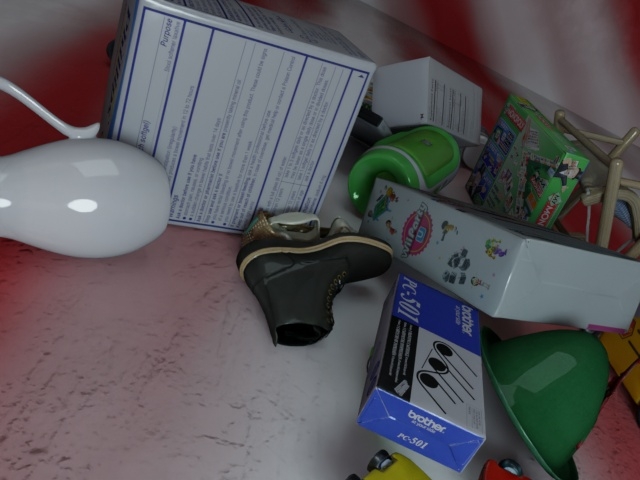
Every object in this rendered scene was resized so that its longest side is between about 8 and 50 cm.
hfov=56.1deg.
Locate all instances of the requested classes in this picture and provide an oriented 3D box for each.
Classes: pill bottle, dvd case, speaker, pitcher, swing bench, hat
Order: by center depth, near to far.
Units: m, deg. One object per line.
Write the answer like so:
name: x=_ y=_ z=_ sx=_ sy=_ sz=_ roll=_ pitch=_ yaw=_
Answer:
pitcher: x=-0.263 y=-0.069 z=0.605 sx=0.207 sy=0.178 sz=0.125 roll=-1 pitch=13 yaw=-35
hat: x=0.283 y=0.118 z=0.605 sx=0.173 sy=0.183 sz=0.208 roll=54 pitch=19 yaw=-5
swing bench: x=0.471 y=-0.054 z=1.035 sx=0.165 sy=0.255 sz=0.253 roll=12 pitch=28 yaw=-6
speaker: x=0.157 y=-0.125 z=1.059 sx=0.131 sy=0.131 sz=0.296 roll=31 pitch=29 yaw=16
dvd case: x=0.068 y=-0.230 z=1.171 sx=0.180 sy=0.022 sz=0.253 roll=33 pitch=3 yaw=19
pill bottle: x=0.369 y=-0.223 z=1.434 sx=0.078 sy=0.078 sz=0.137 roll=22 pitch=28 yaw=-1

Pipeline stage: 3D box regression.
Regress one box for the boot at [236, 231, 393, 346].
boot: x=0.013 y=0.063 z=0.697 sx=0.197 sy=0.077 sz=0.137 roll=-6 pitch=42 yaw=-21

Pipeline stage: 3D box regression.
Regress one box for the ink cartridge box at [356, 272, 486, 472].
ink cartridge box: x=0.100 y=0.112 z=0.571 sx=0.097 sy=0.046 sz=0.207 roll=25 pitch=26 yaw=1

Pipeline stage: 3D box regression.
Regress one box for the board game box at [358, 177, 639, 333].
board game box: x=0.223 y=0.012 z=0.791 sx=0.223 sy=0.098 sz=0.303 roll=11 pitch=12 yaw=-28

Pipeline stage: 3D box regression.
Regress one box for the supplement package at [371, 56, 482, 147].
supplement package: x=0.231 y=-0.282 z=1.279 sx=0.138 sy=0.134 sz=0.244 roll=1 pitch=-3 yaw=38

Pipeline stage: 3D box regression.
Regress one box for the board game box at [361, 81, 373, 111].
board game box: x=0.152 y=-0.343 z=1.513 sx=0.305 sy=0.053 sz=0.193 roll=17 pitch=28 yaw=-11

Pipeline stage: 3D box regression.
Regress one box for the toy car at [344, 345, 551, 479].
toy car: x=0.094 y=0.187 z=0.544 sx=0.238 sy=0.053 sz=0.225 roll=11 pitch=30 yaw=-23

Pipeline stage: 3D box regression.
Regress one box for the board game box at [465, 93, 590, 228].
board game box: x=0.359 y=-0.119 z=1.099 sx=0.046 sy=0.214 sz=0.317 roll=17 pitch=29 yaw=-9

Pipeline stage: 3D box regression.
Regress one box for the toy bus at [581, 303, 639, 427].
toy bus: x=0.461 y=0.160 z=0.771 sx=0.108 sy=0.130 sz=0.333 roll=17 pitch=28 yaw=-10

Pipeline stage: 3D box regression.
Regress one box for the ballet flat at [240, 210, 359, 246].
ballet flat: x=0.000 y=0.000 z=0.787 sx=0.206 sy=0.067 sz=0.073 roll=5 pitch=35 yaw=-29

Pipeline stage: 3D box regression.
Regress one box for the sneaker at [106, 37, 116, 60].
sneaker: x=-0.346 y=-0.381 z=1.225 sx=0.082 sy=0.069 sz=0.209 roll=3 pitch=19 yaw=44

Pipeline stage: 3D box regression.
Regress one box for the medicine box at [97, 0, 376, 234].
medicine box: x=-0.119 y=-0.159 z=0.769 sx=0.289 sy=0.264 sz=0.149 roll=9 pitch=30 yaw=-25
